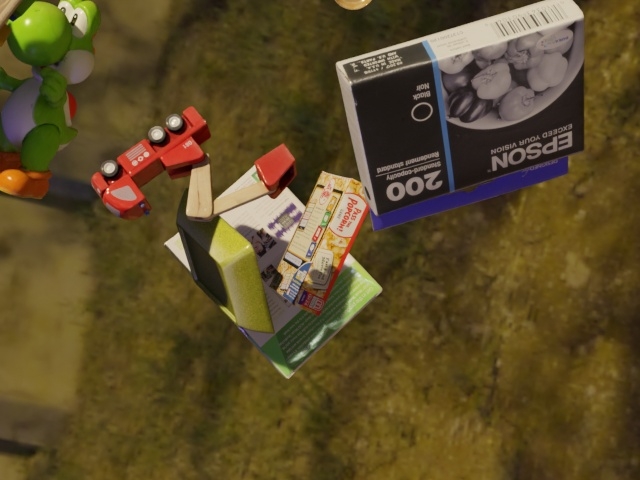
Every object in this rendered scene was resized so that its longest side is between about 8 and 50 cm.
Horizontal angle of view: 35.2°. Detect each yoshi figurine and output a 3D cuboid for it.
[{"bbox_3d":[-0.510,-0.267,1.758,0.203,0.204,0.362,-122,55,-76],"label":"yoshi figurine"}]

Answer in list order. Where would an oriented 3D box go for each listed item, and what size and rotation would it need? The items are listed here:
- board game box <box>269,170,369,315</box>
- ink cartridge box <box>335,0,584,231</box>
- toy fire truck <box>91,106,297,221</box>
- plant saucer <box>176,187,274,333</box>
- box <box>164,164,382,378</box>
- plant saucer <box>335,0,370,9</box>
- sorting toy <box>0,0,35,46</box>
[{"bbox_3d":[0.000,0.000,1.453,0.193,0.045,0.147,-65,18,1],"label":"board game box"},{"bbox_3d":[0.133,-0.096,0.903,0.045,0.206,0.208,-109,2,-45],"label":"ink cartridge box"},{"bbox_3d":[-0.136,-0.069,1.099,0.192,0.135,0.047,-37,-14,-9],"label":"toy fire truck"},{"bbox_3d":[-0.152,0.040,1.514,0.188,0.045,0.188,40,151,40],"label":"plant saucer"},{"bbox_3d":[-0.083,0.051,1.778,0.232,0.322,0.058,-42,-7,-10],"label":"box"},{"bbox_3d":[0.059,-0.461,1.824,0.015,0.083,0.083,-108,35,-65],"label":"plant saucer"},{"bbox_3d":[-0.398,-0.255,1.206,0.193,0.038,0.208,-7,44,50],"label":"sorting toy"}]
